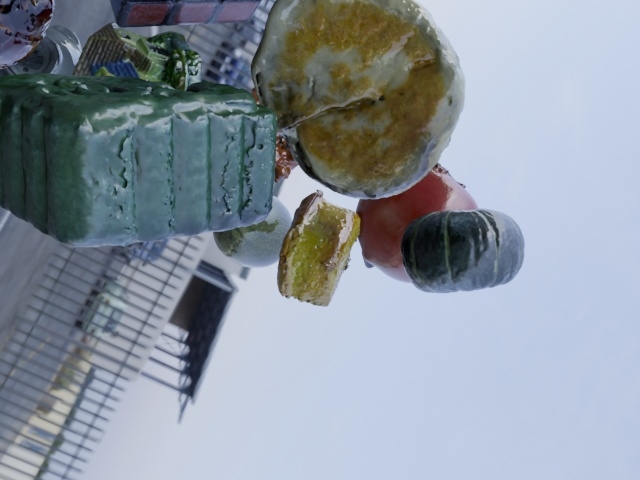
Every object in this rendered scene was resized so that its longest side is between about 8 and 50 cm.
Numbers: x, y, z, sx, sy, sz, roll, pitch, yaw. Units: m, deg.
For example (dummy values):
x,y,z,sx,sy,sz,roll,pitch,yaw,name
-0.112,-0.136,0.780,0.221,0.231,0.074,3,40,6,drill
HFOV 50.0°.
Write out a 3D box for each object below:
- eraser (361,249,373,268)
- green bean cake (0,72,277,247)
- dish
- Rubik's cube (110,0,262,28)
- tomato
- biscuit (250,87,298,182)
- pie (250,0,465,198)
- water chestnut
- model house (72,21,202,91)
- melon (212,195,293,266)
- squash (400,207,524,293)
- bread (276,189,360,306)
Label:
x,y,z,sx,sy,sz,roll,pitch,yaw,name
0.199,-0.059,2.000,0.352,0.061,0.089,-63,147,-42,eraser
-0.245,-0.118,0.858,0.308,0.300,0.169,20,-67,39,green bean cake
-0.591,-0.365,1.387,0.224,0.246,0.078,-65,-171,-15,dish
-0.256,-0.619,1.313,0.305,0.303,0.301,-28,-102,57,Rubik's cube
0.242,-0.042,1.756,0.321,0.321,0.321,-58,-168,20,tomato
-0.128,-0.345,2.045,0.312,0.318,0.110,-44,163,-28,biscuit
0.047,-0.222,1.016,0.339,0.339,0.077,-55,172,31,pie
-0.609,-0.428,1.170,0.244,0.289,0.289,36,-80,39,water chestnut
-0.369,-0.328,1.368,0.195,0.189,0.214,-51,-129,27,model house
-0.205,-0.036,2.103,0.237,0.237,0.301,-62,159,1,melon
0.288,0.019,1.403,0.252,0.252,0.165,170,-85,-75,squash
-0.004,0.002,1.526,0.147,0.160,0.261,104,12,-57,bread
